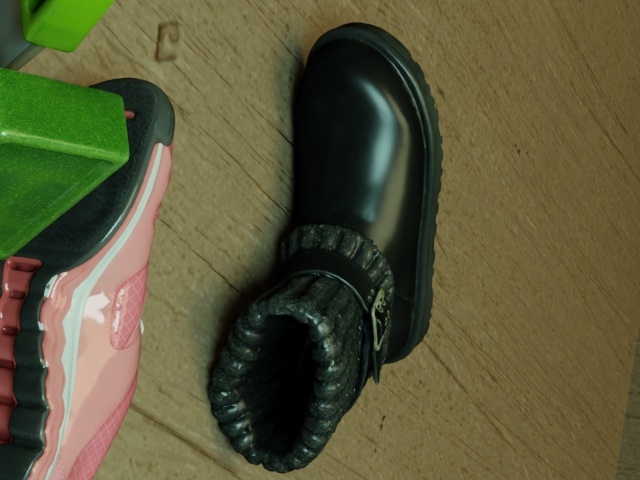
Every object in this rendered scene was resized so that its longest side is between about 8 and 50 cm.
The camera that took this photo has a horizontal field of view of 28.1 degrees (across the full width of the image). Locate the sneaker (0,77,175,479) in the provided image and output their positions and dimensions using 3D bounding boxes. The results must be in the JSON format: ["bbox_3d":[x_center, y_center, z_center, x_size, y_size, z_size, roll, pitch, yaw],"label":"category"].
[{"bbox_3d":[-0.169,0.043,0.865,0.136,0.116,0.314,46,59,-64],"label":"sneaker"}]

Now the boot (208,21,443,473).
[{"bbox_3d":[0.004,0.001,1.113,0.260,0.131,0.348,-33,120,-55],"label":"boot"}]

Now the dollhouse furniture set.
[{"bbox_3d":[-0.274,-0.122,0.692,0.301,0.151,0.198,9,62,-43],"label":"dollhouse furniture set"}]
